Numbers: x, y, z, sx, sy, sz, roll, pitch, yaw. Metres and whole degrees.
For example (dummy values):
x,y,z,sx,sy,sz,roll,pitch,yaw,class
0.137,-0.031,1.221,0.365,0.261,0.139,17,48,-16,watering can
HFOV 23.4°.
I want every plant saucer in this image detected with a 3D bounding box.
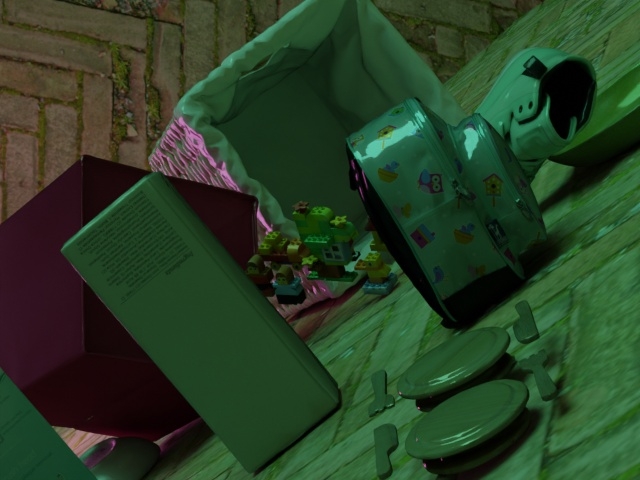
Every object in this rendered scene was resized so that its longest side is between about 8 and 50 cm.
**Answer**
x,y,z,sx,sy,sz,roll,pitch,yaw,class
0.331,-0.146,1.561,0.241,0.037,0.241,-39,5,4,plant saucer

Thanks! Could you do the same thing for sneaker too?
x,y,z,sx,sy,sz,roll,pitch,yaw,class
0.178,-0.079,1.514,0.256,0.094,0.151,-61,11,-1,sneaker

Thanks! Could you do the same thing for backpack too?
x,y,z,sx,sy,sz,roll,pitch,yaw,class
0.109,-0.040,1.373,0.144,0.188,0.166,-38,5,9,backpack

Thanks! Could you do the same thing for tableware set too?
x,y,z,sx,sy,sz,roll,pitch,yaw,class
0.098,0.111,1.030,0.128,0.039,0.194,-27,13,8,tableware set

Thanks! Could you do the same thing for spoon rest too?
x,y,z,sx,sy,sz,roll,pitch,yaw,class
-0.298,0.306,1.976,0.276,0.084,0.137,-10,27,51,spoon rest

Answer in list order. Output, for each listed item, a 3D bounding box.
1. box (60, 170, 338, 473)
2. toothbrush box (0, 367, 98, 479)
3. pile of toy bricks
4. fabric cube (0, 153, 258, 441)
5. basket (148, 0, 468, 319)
x,y,z,sx,sy,sz,roll,pitch,yaw,class
-0.108,0.073,1.443,0.113,0.275,0.094,-38,5,5,box
-0.280,0.219,1.293,0.126,0.295,0.216,-41,7,-26,toothbrush box
0.000,0.000,1.802,0.212,0.105,0.118,0,32,29,pile of toy bricks
-0.241,0.079,1.900,0.258,0.259,0.254,-32,53,46,fabric cube
-0.014,-0.116,2.110,0.328,0.331,0.266,-41,4,-25,basket
